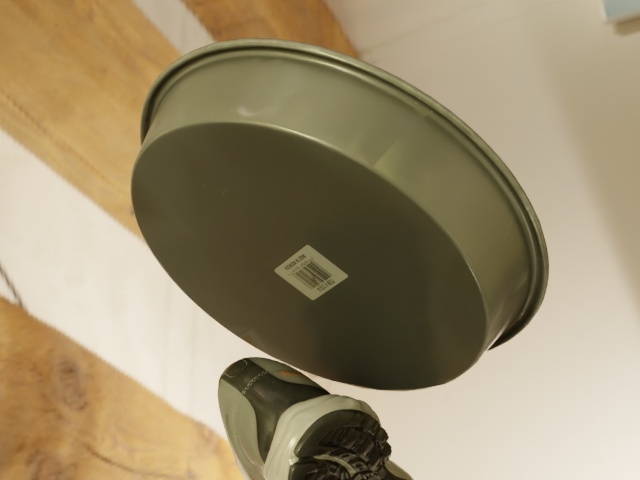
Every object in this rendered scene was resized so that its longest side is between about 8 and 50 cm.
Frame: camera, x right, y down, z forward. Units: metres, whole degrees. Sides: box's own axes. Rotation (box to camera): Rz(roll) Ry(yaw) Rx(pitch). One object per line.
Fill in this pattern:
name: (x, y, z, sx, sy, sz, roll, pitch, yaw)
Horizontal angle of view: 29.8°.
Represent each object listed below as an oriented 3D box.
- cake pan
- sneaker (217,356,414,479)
cake pan: (0.000, 0.000, 0.782, 0.054, 0.293, 0.293, -60, -44, -34)
sneaker: (-0.001, 0.165, 0.855, 0.100, 0.108, 0.271, -42, -34, -17)
